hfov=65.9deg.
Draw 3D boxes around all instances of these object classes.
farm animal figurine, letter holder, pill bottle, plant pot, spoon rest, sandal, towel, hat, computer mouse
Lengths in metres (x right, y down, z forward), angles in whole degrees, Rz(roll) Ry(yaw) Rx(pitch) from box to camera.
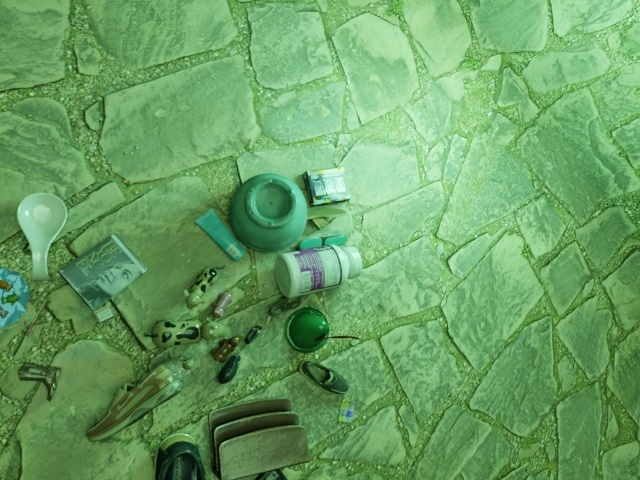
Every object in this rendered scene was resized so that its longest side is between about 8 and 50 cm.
[{"bbox_3d":[-0.412,0.274,1.635,0.327,0.172,0.330,-19,90,-25],"label":"farm animal figurine"},{"bbox_3d":[-0.212,0.659,1.675,0.302,0.152,0.214,-2,80,-24],"label":"letter holder"},{"bbox_3d":[-0.003,0.106,1.849,0.302,0.169,0.169,-10,86,-26],"label":"pill bottle"},{"bbox_3d":[-0.180,-0.114,1.756,0.293,0.196,0.292,1,81,-9],"label":"plant pot"},{"bbox_3d":[-0.862,-0.016,1.528,0.137,0.084,0.276,0,80,-25],"label":"spoon rest"},{"bbox_3d":[-0.017,-0.078,1.939,0.240,0.088,0.079,-3,114,-18],"label":"sandal"},{"bbox_3d":[0.101,0.655,1.891,0.060,0.009,0.083,21,73,-21],"label":"towel"},{"bbox_3d":[-0.004,0.324,1.803,0.209,0.184,0.172,-17,88,-26],"label":"hat"},{"bbox_3d":[-0.274,0.401,1.731,0.041,0.071,0.242,24,63,22],"label":"computer mouse"}]

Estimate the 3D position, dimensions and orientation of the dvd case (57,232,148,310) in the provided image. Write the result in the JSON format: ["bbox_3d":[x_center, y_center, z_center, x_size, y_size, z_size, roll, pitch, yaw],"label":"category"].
[{"bbox_3d":[-0.694,0.097,1.588,0.164,0.018,0.221,51,48,-7],"label":"dvd case"}]

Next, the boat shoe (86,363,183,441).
[{"bbox_3d":[-0.584,0.499,1.527,0.324,0.123,0.116,-34,82,-2],"label":"boat shoe"}]

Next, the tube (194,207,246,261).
[{"bbox_3d":[-0.355,-0.016,1.781,0.080,0.052,0.207,-42,94,-29],"label":"tube"}]

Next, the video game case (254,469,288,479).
[{"bbox_3d":[-0.191,0.960,1.696,0.275,0.035,0.248,-38,97,-25],"label":"video game case"}]

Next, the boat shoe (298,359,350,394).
[{"bbox_3d":[0.022,0.517,1.843,0.224,0.073,0.080,33,70,-15],"label":"boat shoe"}]

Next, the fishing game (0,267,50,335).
[{"bbox_3d":[-0.972,0.171,1.476,0.264,0.041,0.189,29,71,-19],"label":"fishing game"}]

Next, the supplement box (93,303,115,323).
[{"bbox_3d":[-0.686,0.234,1.568,0.055,0.083,0.043,-27,93,-25],"label":"supplement box"}]

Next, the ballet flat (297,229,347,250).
[{"bbox_3d":[0.000,0.000,1.928,0.213,0.068,0.072,-8,120,-25],"label":"ballet flat"}]

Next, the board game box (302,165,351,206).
[{"bbox_3d":[0.026,-0.217,1.982,0.171,0.048,0.140,-10,84,-25],"label":"board game box"}]

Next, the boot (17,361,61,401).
[{"bbox_3d":[-0.855,0.426,1.486,0.114,0.037,0.106,16,62,-24],"label":"boot"}]

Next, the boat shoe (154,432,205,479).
[{"bbox_3d":[-0.436,0.871,1.537,0.187,0.156,0.499,0,83,-26],"label":"boat shoe"}]

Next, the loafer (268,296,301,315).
[{"bbox_3d":[-0.135,0.239,1.835,0.148,0.050,0.056,-16,92,-41],"label":"loafer"}]
